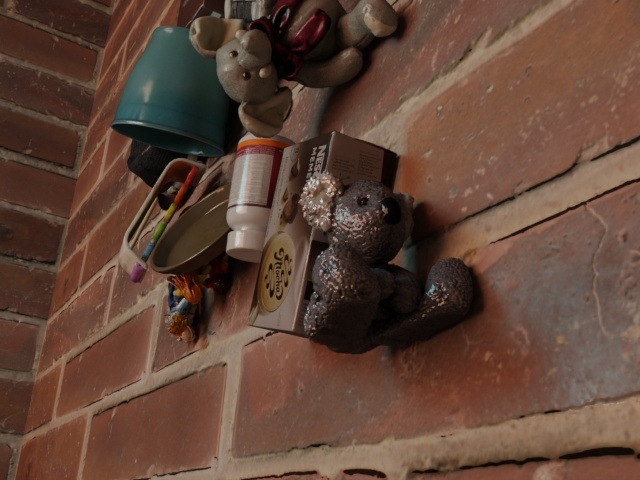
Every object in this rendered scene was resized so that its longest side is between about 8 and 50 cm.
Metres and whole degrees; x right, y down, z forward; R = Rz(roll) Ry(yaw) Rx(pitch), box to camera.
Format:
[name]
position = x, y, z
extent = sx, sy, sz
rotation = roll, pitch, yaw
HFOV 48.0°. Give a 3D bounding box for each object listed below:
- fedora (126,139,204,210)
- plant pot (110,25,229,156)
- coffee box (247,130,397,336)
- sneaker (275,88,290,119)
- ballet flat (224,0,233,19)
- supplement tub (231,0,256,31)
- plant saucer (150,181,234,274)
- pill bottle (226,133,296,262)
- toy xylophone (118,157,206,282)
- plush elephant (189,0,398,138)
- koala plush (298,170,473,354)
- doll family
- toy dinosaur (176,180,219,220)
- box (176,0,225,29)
[fedora]
position = -0.434, -0.243, 1.965
extent = 0.334, 0.152, 0.334
rotation = -37, 45, 47
[plant pot]
position = -0.334, -0.358, 1.714
extent = 0.271, 0.271, 0.255
rotation = 4, 81, 61
[coffee box]
position = 0.000, 0.000, 1.098
extent = 0.168, 0.119, 0.297
rotation = -4, 72, 61
[sneaker]
position = -0.141, -0.312, 1.542
extent = 0.212, 0.094, 0.080
rotation = 32, 105, 61
[ballet flat]
position = -0.174, -0.468, 1.677
extent = 0.139, 0.139, 0.400
rotation = -49, 33, 38
[supplement tub]
position = -0.088, -0.472, 1.485
extent = 0.190, 0.117, 0.117
rotation = 18, 91, 45
[plant saucer]
position = -0.235, -0.025, 1.494
extent = 0.278, 0.041, 0.278
rotation = -31, 26, 17
[pill bottle]
position = -0.108, -0.076, 1.329
extent = 0.121, 0.121, 0.221
rotation = -19, 60, 56
[toy xylophone]
position = -0.384, -0.051, 1.698
extent = 0.323, 0.081, 0.236
rotation = -64, 10, -20
[plush elephant]
position = -0.079, -0.342, 1.253
extent = 0.255, 0.272, 0.330
rotation = -40, -2, -24
[koala plush]
position = 0.058, 0.016, 0.925
extent = 0.203, 0.196, 0.221
rotation = 130, 141, -53
[doll family]
position = -0.294, 0.116, 1.558
extent = 0.263, 0.118, 0.163
rotation = -55, 34, 31
[toy dinosaur]
position = -0.325, -0.062, 1.768
extent = 0.211, 0.064, 0.112
rotation = -35, 45, 48
[box]
position = -0.283, -0.707, 1.964
extent = 0.191, 0.143, 0.381
rotation = -31, 48, 51
